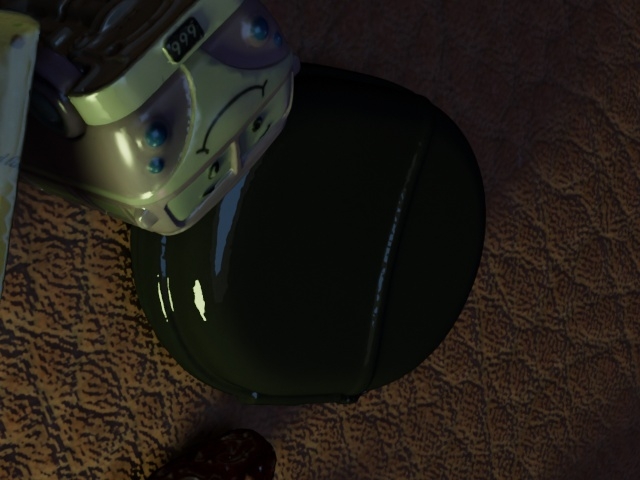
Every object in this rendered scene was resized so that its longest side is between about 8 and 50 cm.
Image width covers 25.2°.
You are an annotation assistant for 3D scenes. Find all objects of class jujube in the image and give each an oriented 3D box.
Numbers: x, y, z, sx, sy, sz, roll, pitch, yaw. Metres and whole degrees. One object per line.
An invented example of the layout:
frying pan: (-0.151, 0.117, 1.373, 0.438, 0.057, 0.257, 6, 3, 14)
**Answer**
jujube: (-0.084, 0.185, 1.046, 0.129, 0.077, 0.077, -38, 125, -42)

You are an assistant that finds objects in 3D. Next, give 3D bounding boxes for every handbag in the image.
handbag: (0.001, 0.000, 1.055, 0.308, 0.093, 0.254, 5, 97, -43)

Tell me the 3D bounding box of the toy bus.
toy bus: (-0.118, -0.096, 0.847, 0.142, 0.202, 0.142, -47, 130, -23)

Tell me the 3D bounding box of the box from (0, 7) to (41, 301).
box: (-0.295, 0.004, 0.723, 0.225, 0.190, 0.297, 2, 99, -41)
